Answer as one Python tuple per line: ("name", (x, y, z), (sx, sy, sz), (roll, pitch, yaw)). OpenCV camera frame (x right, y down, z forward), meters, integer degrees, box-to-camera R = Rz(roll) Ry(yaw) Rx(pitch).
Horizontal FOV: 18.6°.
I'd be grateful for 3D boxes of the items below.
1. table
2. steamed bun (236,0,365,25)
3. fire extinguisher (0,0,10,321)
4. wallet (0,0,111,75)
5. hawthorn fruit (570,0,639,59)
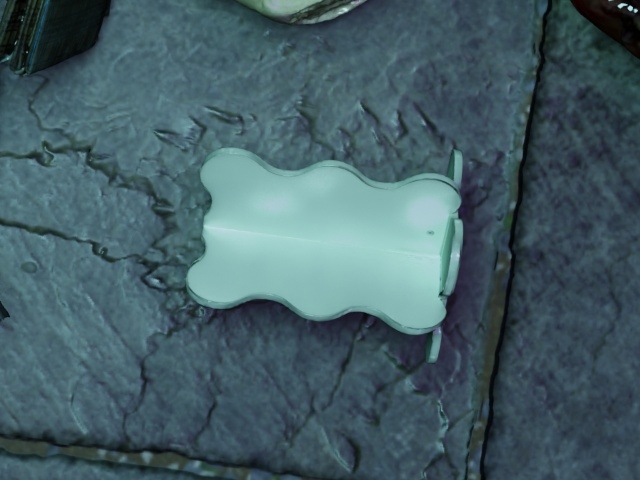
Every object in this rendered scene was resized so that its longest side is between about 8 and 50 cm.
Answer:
("table", (0.000, 0.000, 1.494), (0.198, 0.166, 0.166), (8, 89, -3))
("steamed bun", (-0.048, -0.274, 1.479), (0.153, 0.170, 0.238), (-23, 96, 9))
("fire extinguisher", (-0.284, -0.060, 1.455), (0.141, 0.105, 0.341), (5, 90, 17))
("wallet", (-0.153, -0.279, 1.405), (0.044, 0.169, 0.317), (21, 109, 5))
("hawthorn fruit", (0.348, -0.250, 1.488), (0.325, 0.308, 0.308), (-12, 92, -20))
